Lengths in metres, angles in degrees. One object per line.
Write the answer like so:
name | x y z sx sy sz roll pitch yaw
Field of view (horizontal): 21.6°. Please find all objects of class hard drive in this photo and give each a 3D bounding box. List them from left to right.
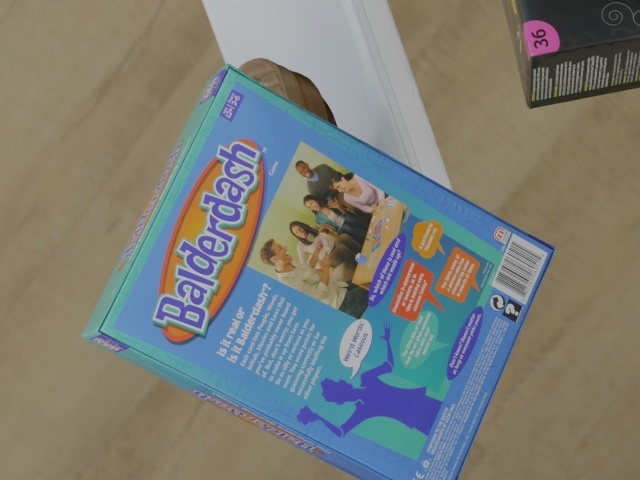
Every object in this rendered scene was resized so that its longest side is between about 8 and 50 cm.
hard drive | -0.009 -0.157 1.440 0.047 0.233 0.353 -32 113 -28

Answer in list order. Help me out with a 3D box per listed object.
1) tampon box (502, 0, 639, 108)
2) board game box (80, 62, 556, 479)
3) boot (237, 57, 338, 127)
tampon box | 0.241 -0.197 1.407 0.161 0.120 0.101 -11 157 1
board game box | 0.002 0.027 0.893 0.210 0.047 0.160 29 75 -13
boot | 0.000 0.000 1.241 0.090 0.207 0.248 -13 70 12
